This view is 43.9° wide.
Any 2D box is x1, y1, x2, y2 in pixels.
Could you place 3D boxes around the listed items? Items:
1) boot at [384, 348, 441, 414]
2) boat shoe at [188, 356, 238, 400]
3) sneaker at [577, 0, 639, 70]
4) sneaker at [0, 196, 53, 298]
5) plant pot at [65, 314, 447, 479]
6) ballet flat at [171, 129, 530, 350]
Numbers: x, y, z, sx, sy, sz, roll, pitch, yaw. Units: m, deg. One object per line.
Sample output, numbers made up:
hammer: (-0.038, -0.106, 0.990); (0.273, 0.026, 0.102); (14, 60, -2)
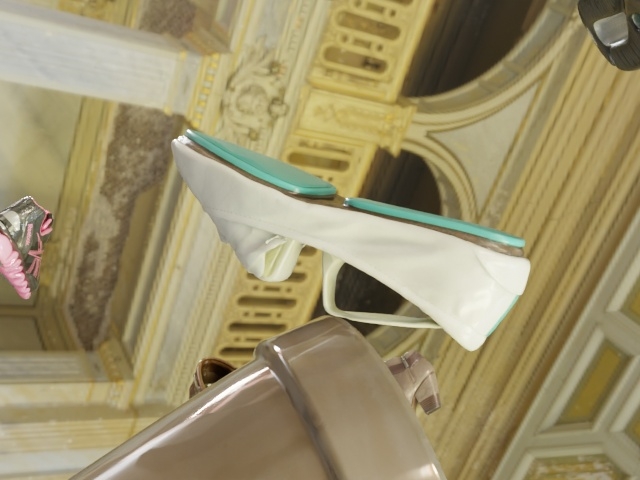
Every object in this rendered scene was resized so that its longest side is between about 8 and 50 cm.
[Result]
boot: (0.099, 0.200, 1.038); (0.087, 0.118, 0.042); (62, -2, 27)
boat shoe: (-0.129, 0.274, 1.263); (0.324, 0.122, 0.120); (18, -67, 53)
sneaker: (0.490, -0.323, 0.902); (0.257, 0.169, 0.447); (-34, -167, 3)
sneaker: (-0.224, 0.004, 0.605); (0.047, 0.057, 0.119); (41, -24, 5)
plant pot: (-0.068, 0.252, 0.583); (0.323, 0.280, 0.323); (162, -90, -75)
ballet flat: (0.000, 0.000, 0.783); (0.400, 0.139, 0.139); (21, -75, 24)
